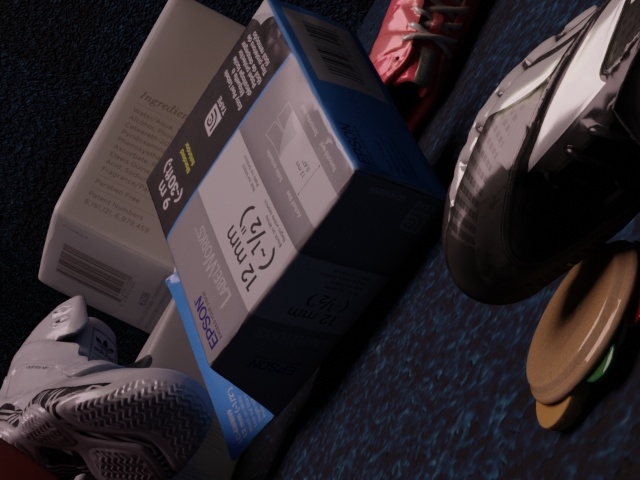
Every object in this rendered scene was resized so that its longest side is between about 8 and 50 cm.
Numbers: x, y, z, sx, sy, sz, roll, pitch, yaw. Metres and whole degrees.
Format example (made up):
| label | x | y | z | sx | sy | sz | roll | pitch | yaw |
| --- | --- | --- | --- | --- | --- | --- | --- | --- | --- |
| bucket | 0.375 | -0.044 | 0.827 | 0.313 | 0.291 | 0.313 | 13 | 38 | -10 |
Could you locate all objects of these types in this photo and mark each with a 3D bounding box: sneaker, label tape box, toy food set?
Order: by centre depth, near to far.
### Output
| label | x | y | z | sx | sy | sz | roll | pitch | yaw |
| --- | --- | --- | --- | --- | --- | --- | --- | --- | --- |
| sneaker | 0.132 | -0.060 | 0.496 | 0.234 | 0.078 | 0.106 | -49 | 12 | 14 |
| toy food set | 0.117 | 0.037 | 0.541 | 0.082 | 0.020 | 0.083 | -57 | 8 | 37 |
| label tape box | -0.062 | -0.006 | 1.138 | 0.347 | 0.115 | 0.249 | -51 | 42 | 26 |
| sneaker | -0.227 | 0.147 | 1.267 | 0.366 | 0.137 | 0.210 | -24 | 32 | 39 |
| sneaker | 0.118 | -0.216 | 1.349 | 0.136 | 0.116 | 0.313 | -104 | 35 | -66 |

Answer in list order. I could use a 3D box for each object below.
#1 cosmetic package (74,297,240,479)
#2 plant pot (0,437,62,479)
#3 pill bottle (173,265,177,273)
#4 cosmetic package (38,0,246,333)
| label | x | y | z | sx | sy | sz | roll | pitch | yaw |
| --- | --- | --- | --- | --- | --- | --- | --- | --- | --- |
| cosmetic package | -0.174 | 0.218 | 1.512 | 0.217 | 0.156 | 0.385 | -55 | 8 | 44 |
| plant pot | -0.240 | 0.344 | 1.074 | 0.275 | 0.243 | 0.275 | -61 | 7 | 13 |
| pill bottle | -0.072 | -0.022 | 1.343 | 0.215 | 0.117 | 0.117 | -51 | 11 | 32 |
| cosmetic package | -0.182 | -0.080 | 1.870 | 0.393 | 0.327 | 0.329 | -66 | 6 | -23 |
